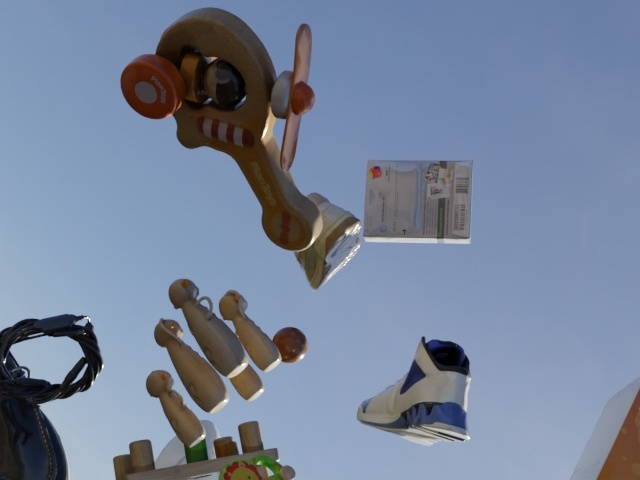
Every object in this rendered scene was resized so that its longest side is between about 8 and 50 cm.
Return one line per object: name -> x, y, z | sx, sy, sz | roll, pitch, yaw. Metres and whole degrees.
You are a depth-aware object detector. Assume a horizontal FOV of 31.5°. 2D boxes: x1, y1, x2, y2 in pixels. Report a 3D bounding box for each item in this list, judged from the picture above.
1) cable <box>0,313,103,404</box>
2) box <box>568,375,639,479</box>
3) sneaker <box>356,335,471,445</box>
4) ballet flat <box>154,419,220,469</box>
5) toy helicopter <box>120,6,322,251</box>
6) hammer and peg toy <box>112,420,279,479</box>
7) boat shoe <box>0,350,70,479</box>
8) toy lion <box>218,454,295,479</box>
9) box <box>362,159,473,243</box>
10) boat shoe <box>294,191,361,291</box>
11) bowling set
cable -> -0.455, 0.198, 1.867 | 0.047, 0.184, 0.151 | -136, -143, -59
box -> 0.563, 0.440, 1.978 | 0.215, 0.345, 0.168 | 32, -29, 4
sneaker -> 0.199, 0.279, 2.120 | 0.127, 0.182, 0.315 | 23, -18, -19
ballet flat -> -0.287, 0.495, 2.158 | 0.139, 0.400, 0.139 | 21, -48, 26
toy helicopter -> -0.080, -0.141, 1.480 | 0.234, 0.140, 0.355 | -11, -61, 32
hammer and peg toy -> -0.271, 0.398, 1.878 | 0.266, 0.361, 0.127 | 135, -54, -66
boat shoe -> -0.641, 0.304, 2.171 | 0.500, 0.186, 0.156 | 55, -23, 25
toy lion -> -0.094, 0.341, 1.595 | 0.096, 0.100, 0.034 | 35, -50, -4
box -> 0.171, -0.068, 1.975 | 0.038, 0.186, 0.145 | 63, 30, -70
boat shoe -> 0.000, 0.000, 1.909 | 0.098, 0.109, 0.302 | 43, -14, 10
bowling set -> -0.135, 0.151, 1.632 | 0.154, 0.199, 0.287 | 52, -40, 18
